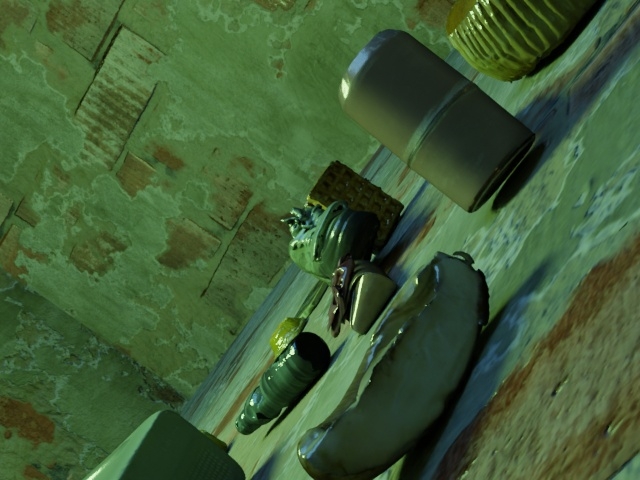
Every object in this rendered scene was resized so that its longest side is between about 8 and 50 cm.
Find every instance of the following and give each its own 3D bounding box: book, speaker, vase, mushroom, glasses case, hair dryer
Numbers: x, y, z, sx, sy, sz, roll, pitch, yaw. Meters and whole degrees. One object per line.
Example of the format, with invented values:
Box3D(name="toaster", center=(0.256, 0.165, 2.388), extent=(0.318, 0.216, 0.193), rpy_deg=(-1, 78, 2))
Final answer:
Box3D(name="book", center=(-0.019, 0.123, 2.136), extent=(0.168, 0.013, 0.192), rpy_deg=(-52, 3, 41))
Box3D(name="speaker", center=(-0.226, 0.369, 1.200), extent=(0.184, 0.183, 0.406), rpy_deg=(-48, 6, 17))
Box3D(name="vase", center=(-0.060, 0.207, 1.438), extent=(0.211, 0.060, 0.060), rpy_deg=(-51, 5, 38))
Box3D(name="mushroom", center=(0.054, 0.103, 0.749), extent=(0.210, 0.072, 0.094), rpy_deg=(-53, 3, -37))
Box3D(name="glasses case", center=(0.036, 0.071, 1.350), extent=(0.102, 0.070, 0.193), rpy_deg=(-56, 3, 3))
Box3D(name="hair dryer", center=(0.151, -0.136, 1.162), extent=(0.106, 0.189, 0.344), rpy_deg=(-54, -11, 16))

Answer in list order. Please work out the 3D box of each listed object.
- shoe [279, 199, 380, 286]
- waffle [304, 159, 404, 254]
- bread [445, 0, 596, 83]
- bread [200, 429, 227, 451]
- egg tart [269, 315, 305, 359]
Box3D(name="shoe", center=(0.001, -0.003, 1.561), extent=(0.109, 0.149, 0.293), rpy_deg=(-57, -9, -12))
Box3D(name="waffle", center=(0.055, -0.055, 1.688), extent=(0.102, 0.148, 0.042), rpy_deg=(-58, 2, -38))
Box3D(name="bread", center=(0.278, -0.327, 1.361), extent=(0.227, 0.142, 0.253), rpy_deg=(-48, 0, -11))
Box3D(name="bread", center=(-0.226, 0.400, 1.817), extent=(0.156, 0.064, 0.117), rpy_deg=(-50, 4, 39))
Box3D(name="egg tart", center=(-0.067, 0.182, 1.998), extent=(0.105, 0.039, 0.105), rpy_deg=(-52, 4, 6))
